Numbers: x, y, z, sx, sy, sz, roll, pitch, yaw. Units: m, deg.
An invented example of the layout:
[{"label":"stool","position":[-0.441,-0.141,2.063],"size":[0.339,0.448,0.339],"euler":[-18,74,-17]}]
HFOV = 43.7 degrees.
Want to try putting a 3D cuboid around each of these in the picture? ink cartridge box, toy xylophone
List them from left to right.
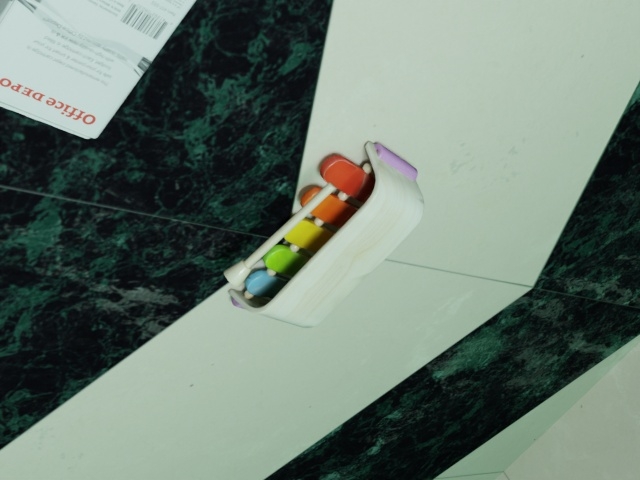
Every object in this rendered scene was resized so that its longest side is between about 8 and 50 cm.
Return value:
[{"label":"ink cartridge box","position":[-0.216,-0.203,0.709],"size":[0.190,0.082,0.140],"euler":[-47,141,19]},{"label":"toy xylophone","position":[0.000,0.000,1.099],"size":[0.323,0.081,0.236],"euler":[-41,143,10]}]
